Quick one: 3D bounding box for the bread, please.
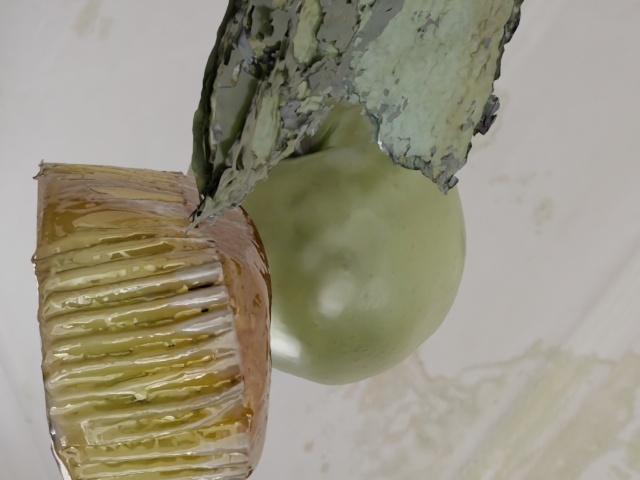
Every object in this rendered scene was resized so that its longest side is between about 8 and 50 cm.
[{"bbox_3d":[-0.112,0.050,0.842,0.288,0.156,0.204,-120,-155,-68],"label":"bread"}]

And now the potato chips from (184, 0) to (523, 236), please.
[{"bbox_3d":[0.024,-0.084,0.522,0.029,0.220,0.202,32,-46,30],"label":"potato chips"}]

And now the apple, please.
[{"bbox_3d":[0.000,0.000,1.448,0.357,0.357,0.357,-25,-127,37],"label":"apple"}]
